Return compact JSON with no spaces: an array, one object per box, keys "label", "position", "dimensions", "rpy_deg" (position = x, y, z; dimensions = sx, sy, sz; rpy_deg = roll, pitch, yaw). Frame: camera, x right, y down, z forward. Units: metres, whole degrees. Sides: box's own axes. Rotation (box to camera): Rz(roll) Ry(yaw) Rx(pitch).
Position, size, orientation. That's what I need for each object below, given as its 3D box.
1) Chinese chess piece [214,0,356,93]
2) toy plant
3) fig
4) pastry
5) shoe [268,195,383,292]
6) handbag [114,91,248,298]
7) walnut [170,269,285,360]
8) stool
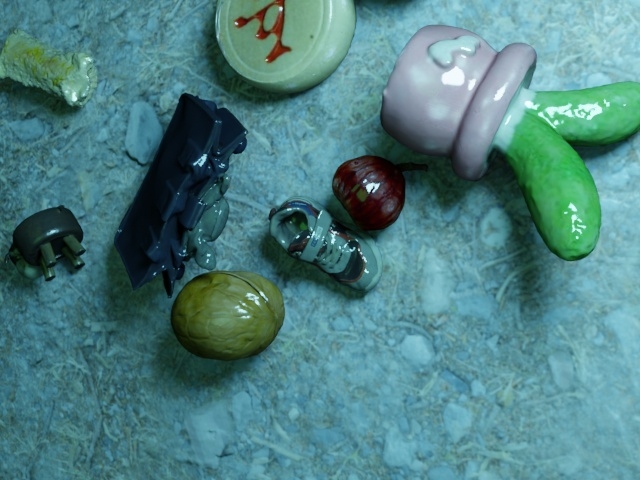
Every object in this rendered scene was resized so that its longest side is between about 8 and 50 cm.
[{"label":"Chinese chess piece","position":[-0.060,-0.377,1.321],"dimensions":[0.249,0.103,0.250],"rpy_deg":[1,92,26]},{"label":"toy plant","position":[0.260,-0.153,1.101],"dimensions":[0.356,0.211,0.317],"rpy_deg":[30,61,11]},{"label":"fig","position":[0.093,-0.077,1.243],"dimensions":[0.150,0.128,0.128],"rpy_deg":[-2,89,19]},{"label":"pastry","position":[-0.543,-0.345,1.547],"dimensions":[0.258,0.089,0.121],"rpy_deg":[19,103,22]},{"label":"shoe","position":[-0.001,0.000,1.282],"dimensions":[0.227,0.125,0.099],"rpy_deg":[37,102,22]},{"label":"handbag","position":[-0.234,-0.075,1.339],"dimensions":[0.326,0.118,0.269],"rpy_deg":[-63,29,13]},{"label":"walnut","position":[-0.160,0.129,1.330],"dimensions":[0.207,0.167,0.167],"rpy_deg":[-3,89,30]},{"label":"stool","position":[-0.550,0.019,1.536],"dimensions":[0.217,0.125,0.121],"rpy_deg":[-39,76,29]}]
